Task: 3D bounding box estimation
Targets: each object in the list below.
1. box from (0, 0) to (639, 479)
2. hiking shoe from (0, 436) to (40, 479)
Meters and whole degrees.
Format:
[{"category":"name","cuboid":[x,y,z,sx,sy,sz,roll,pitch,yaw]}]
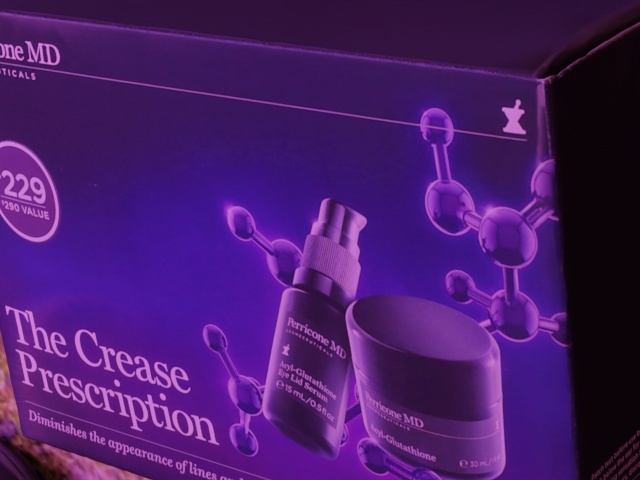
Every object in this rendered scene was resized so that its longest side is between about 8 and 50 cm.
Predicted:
[{"category":"box","cuboid":[0.000,0.000,0.624,0.261,0.103,0.184,11,117,38]},{"category":"hiking shoe","cuboid":[-0.226,0.151,0.895,0.227,0.114,0.086,-1,112,42]}]
